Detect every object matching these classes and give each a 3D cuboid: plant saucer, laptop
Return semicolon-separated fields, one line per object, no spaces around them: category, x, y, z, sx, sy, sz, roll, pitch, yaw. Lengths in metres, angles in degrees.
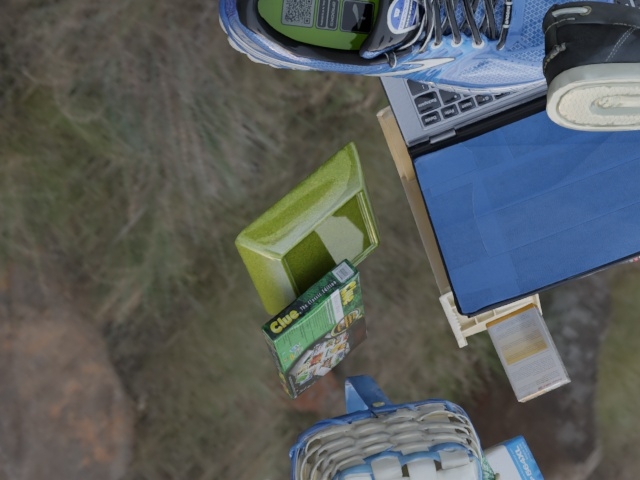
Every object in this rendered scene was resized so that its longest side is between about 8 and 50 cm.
plant saucer;0.000;0.000;1.837;0.188;0.045;0.188;-40;148;-12
laptop;0.246;-0.196;1.556;0.382;0.236;0.408;-21;100;7

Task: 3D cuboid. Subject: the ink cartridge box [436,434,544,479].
ink cartridge box;0.169;0.334;1.941;0.148;0.086;0.203;-30;170;40

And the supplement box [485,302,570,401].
supplement box;0.238;0.129;1.747;0.062;0.098;0.036;-25;166;12

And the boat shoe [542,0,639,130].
boat shoe;0.259;-0.118;1.002;0.233;0.079;0.084;2;148;-10

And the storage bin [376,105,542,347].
storage bin;0.182;-0.031;1.975;0.123;0.262;0.260;-19;159;5

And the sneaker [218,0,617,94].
sneaker;0.081;-0.178;1.241;0.330;0.147;0.130;-1;100;-2

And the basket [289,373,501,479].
basket;0.071;0.276;1.463;0.201;0.289;0.255;-9;97;-12

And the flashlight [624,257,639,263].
flashlight;0.386;-0.002;2.353;0.103;0.304;0.103;-50;127;-56

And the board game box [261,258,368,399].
board game box;-0.003;0.117;1.920;0.136;0.030;0.260;-37;160;-10
